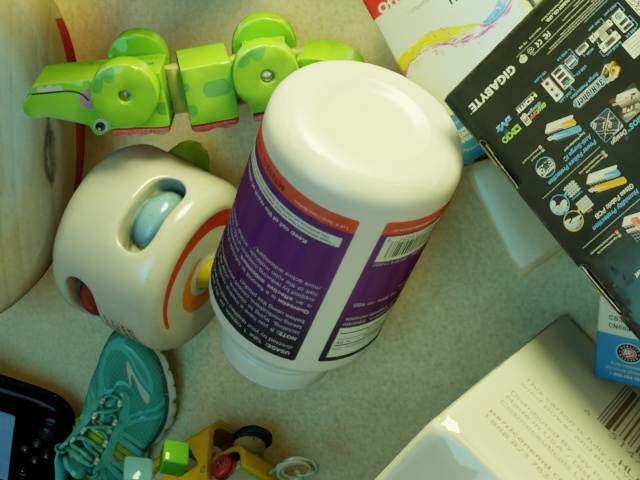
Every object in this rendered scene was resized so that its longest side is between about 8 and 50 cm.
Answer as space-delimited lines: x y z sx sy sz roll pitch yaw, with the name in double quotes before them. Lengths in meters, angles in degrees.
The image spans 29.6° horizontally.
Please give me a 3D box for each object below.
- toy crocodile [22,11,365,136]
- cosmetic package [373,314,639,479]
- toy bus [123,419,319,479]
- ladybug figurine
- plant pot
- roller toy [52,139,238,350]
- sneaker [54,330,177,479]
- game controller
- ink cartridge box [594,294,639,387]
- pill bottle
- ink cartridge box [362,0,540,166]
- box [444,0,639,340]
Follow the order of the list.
"toy crocodile" -0.121 -0.152 1.199 0.340 0.115 0.105 -7 117 -1
"cosmetic package" 0.162 0.342 1.083 0.329 0.327 0.394 44 118 12
"toy bus" -0.108 0.252 1.329 0.202 0.104 0.191 0 136 -3
"ladybug figurine" -0.385 -0.125 1.354 0.305 0.162 0.449 11 105 24
"plant pot" 0.207 -0.042 1.107 0.096 0.109 0.109 -28 88 17
"roller toy" -0.167 0.012 1.255 0.146 0.191 0.209 26 112 20
"sneaker" -0.245 0.228 1.390 0.107 0.110 0.275 26 111 20
"game controller" -0.453 0.222 1.481 0.319 0.067 0.166 17 107 6
"ink cartridge box" 0.326 0.028 1.054 0.148 0.086 0.203 10 111 31
"pill bottle" 0.000 0.000 1.144 0.181 0.181 0.323 39 137 14
"ink cartridge box" 0.135 -0.200 1.118 0.134 0.078 0.231 -32 86 30
"box" 0.293 -0.102 0.953 0.295 0.073 0.293 -45 72 24
